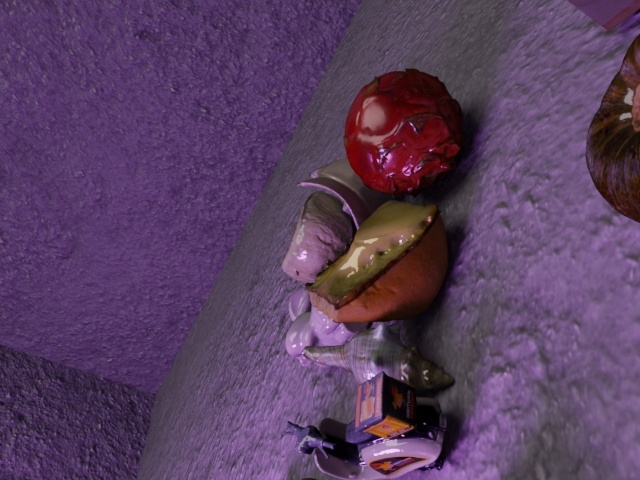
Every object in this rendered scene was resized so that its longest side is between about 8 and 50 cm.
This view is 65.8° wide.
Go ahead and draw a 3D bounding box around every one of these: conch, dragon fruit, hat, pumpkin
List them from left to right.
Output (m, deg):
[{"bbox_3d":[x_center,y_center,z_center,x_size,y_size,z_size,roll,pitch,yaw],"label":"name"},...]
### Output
[{"bbox_3d":[0.070,-0.110,1.029,0.164,0.219,0.226,-47,-7,-3],"label":"hat"},{"bbox_3d":[0.097,0.178,0.771,0.234,0.137,0.114,25,102,53],"label":"conch"},{"bbox_3d":[0.158,-0.204,0.949,0.241,0.241,0.252,162,112,-66],"label":"dragon fruit"},{"bbox_3d":[0.343,-0.106,0.429,0.219,0.162,0.219,11,-90,-86],"label":"pumpkin"}]

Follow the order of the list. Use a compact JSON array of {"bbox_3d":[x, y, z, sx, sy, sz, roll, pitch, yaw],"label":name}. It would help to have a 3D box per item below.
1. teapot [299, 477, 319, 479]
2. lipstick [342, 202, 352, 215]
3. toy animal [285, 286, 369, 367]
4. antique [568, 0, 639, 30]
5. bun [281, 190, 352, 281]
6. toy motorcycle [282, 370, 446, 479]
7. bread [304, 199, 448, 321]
[{"bbox_3d":[-0.086,0.500,0.698,0.315,0.233,0.312,-20,43,6],"label":"teapot"},{"bbox_3d":[0.142,-0.227,1.255,0.076,0.079,0.372,-33,36,56],"label":"lipstick"},{"bbox_3d":[0.010,0.166,1.033,0.193,0.127,0.179,-45,24,49],"label":"toy animal"},{"bbox_3d":[0.395,-0.390,0.639,0.146,0.148,0.152,-39,32,55],"label":"antique"},{"bbox_3d":[0.000,0.000,1.248,0.244,0.153,0.244,17,-90,-89],"label":"bun"},{"bbox_3d":[0.064,0.276,0.691,0.263,0.157,0.091,-46,24,42],"label":"toy motorcycle"},{"bbox_3d":[0.115,0.054,0.844,0.262,0.162,0.204,-44,13,-11],"label":"bread"}]
